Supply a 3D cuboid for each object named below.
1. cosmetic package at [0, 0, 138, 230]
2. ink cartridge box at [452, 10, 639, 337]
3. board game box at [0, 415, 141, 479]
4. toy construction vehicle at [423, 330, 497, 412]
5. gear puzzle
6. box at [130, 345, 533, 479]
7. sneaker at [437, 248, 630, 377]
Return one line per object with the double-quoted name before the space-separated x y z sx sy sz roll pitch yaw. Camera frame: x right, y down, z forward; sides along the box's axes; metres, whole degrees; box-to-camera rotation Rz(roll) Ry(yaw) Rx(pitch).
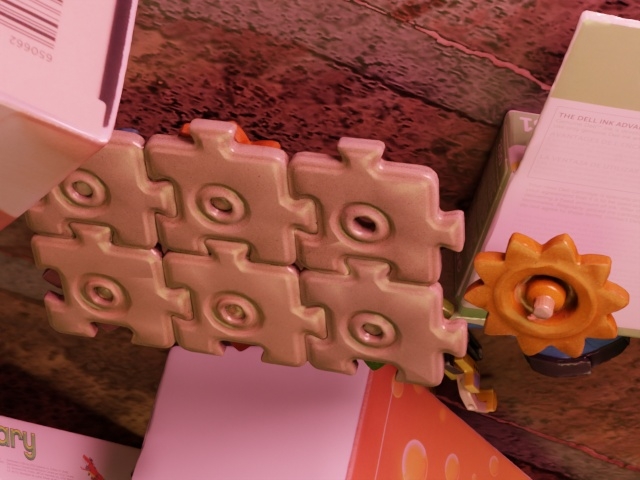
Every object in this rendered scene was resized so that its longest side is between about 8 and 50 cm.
"cosmetic package" -0.219 -0.064 0.895 0.129 0.153 0.296 25 144 -29
"ink cartridge box" 0.181 -0.038 0.990 0.171 0.056 0.235 8 137 -8
"board game box" -0.269 0.176 1.321 0.193 0.053 0.305 -19 156 29
"toy construction vehicle" 0.065 0.091 1.231 0.086 0.035 0.098 -9 146 20
"gear puzzle" 0.000 0.000 1.013 0.339 0.044 0.175 7 134 14
"box" 0.030 0.237 1.274 0.168 0.215 0.345 -3 152 33
"sneaker" 0.118 0.049 1.133 0.152 0.058 0.084 -3 140 -2
